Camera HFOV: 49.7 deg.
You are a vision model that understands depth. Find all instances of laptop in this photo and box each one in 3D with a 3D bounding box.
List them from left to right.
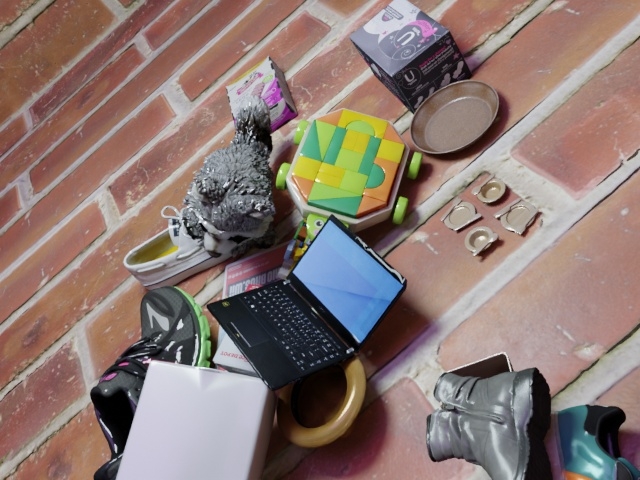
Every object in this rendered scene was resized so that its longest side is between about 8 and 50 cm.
[{"bbox_3d":[-0.028,0.097,1.201,0.264,0.137,0.234,-17,41,-30],"label":"laptop"}]

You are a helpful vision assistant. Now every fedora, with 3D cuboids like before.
[{"bbox_3d":[0.014,0.280,1.195,0.194,0.079,0.194,-26,38,22],"label":"fedora"}]

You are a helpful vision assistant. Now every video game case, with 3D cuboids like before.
[{"bbox_3d":[-0.126,0.139,1.460,0.204,0.025,0.285,-21,47,23],"label":"video game case"}]

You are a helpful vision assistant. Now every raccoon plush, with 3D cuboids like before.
[{"bbox_3d":[-0.189,-0.168,1.462,0.216,0.299,0.447,-1,72,-10],"label":"raccoon plush"}]

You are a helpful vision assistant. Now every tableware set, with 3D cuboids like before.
[{"bbox_3d":[0.308,-0.048,1.279,0.141,0.020,0.169,-39,42,5],"label":"tableware set"}]

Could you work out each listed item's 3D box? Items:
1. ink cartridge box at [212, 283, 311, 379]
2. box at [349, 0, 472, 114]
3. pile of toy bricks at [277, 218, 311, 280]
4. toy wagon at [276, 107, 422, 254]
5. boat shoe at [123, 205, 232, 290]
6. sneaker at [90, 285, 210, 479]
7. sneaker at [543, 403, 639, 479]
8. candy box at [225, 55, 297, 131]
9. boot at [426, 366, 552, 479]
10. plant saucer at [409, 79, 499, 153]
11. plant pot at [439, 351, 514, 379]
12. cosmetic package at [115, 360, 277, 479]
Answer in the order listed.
[{"bbox_3d":[-0.112,0.181,1.341,0.127,0.072,0.175,4,60,39],"label":"ink cartridge box"},{"bbox_3d":[0.202,-0.427,1.580,0.163,0.142,0.247,-38,42,7],"label":"box"},{"bbox_3d":[0.000,0.000,1.431,0.105,0.118,0.212,23,46,1],"label":"pile of toy bricks"},{"bbox_3d":[0.049,-0.113,1.390,0.267,0.068,0.344,17,61,6],"label":"toy wagon"},{"bbox_3d":[-0.314,-0.019,1.634,0.367,0.156,0.136,-27,45,16],"label":"boat shoe"},{"bbox_3d":[-0.340,0.272,1.365,0.185,0.202,0.483,-48,34,34],"label":"sneaker"},{"bbox_3d":[0.357,0.340,0.859,0.121,0.108,0.302,-24,44,26],"label":"sneaker"},{"bbox_3d":[-0.165,-0.382,1.881,0.159,0.071,0.233,-32,42,13],"label":"candy box"},{"bbox_3d":[0.214,0.283,0.907,0.161,0.083,0.247,-17,42,36],"label":"boot"},{"bbox_3d":[0.284,-0.252,1.452,0.198,0.036,0.199,-21,47,24],"label":"plant saucer"},{"bbox_3d":[0.253,0.248,1.023,0.109,0.096,0.109,-24,46,20],"label":"plant pot"},{"bbox_3d":[-0.213,0.408,1.124,0.217,0.156,0.385,10,64,8],"label":"cosmetic package"}]
